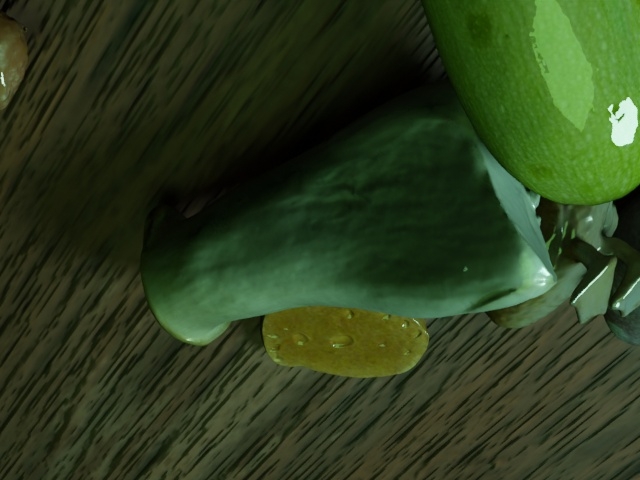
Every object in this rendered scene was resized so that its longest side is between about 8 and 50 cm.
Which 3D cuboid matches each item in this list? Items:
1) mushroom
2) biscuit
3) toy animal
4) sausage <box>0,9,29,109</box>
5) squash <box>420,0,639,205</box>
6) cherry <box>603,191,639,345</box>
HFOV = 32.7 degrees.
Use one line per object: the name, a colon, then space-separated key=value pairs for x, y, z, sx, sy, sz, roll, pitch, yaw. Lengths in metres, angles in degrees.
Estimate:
mushroom: x=0.000 y=0.000 z=0.754 sx=0.328 sy=0.159 sz=0.122 roll=-19 pitch=131 yaw=30
biscuit: x=0.022 y=0.066 z=0.904 sx=0.140 sy=0.023 sz=0.118 roll=13 pitch=129 yaw=-5
toy animal: x=0.153 y=-0.027 z=0.761 sx=0.089 sy=0.179 sz=0.188 roll=2 pitch=115 yaw=-40
sausage: x=-0.343 y=-0.180 z=0.700 sx=0.326 sy=0.079 sz=0.087 roll=28 pitch=137 yaw=-16
squash: x=0.128 y=-0.132 z=0.611 sx=0.132 sy=0.132 sz=0.247 roll=-17 pitch=102 yaw=18
cherry: x=0.291 y=0.032 z=0.799 sx=0.188 sy=0.115 sz=0.148 roll=20 pitch=109 yaw=-18
